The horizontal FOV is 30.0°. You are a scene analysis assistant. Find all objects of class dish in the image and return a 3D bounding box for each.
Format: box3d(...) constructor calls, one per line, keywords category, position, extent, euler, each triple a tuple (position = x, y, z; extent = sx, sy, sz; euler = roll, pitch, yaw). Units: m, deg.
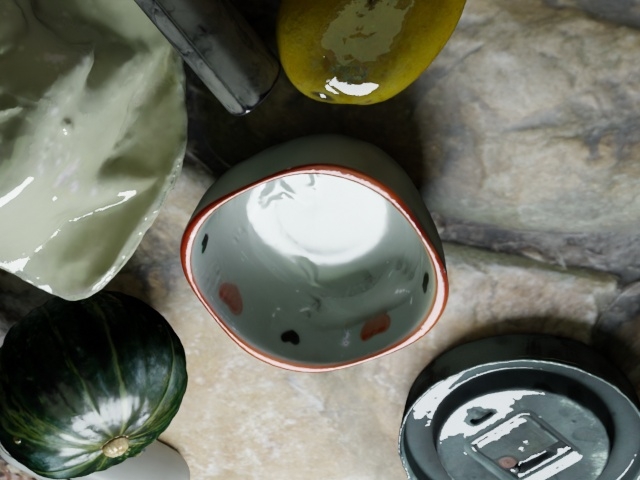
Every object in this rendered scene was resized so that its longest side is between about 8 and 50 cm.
box3d(category="dish", position=(0.000, 0.000, 1.157), extent=(0.256, 0.117, 0.256), euler=(4, 128, 5))

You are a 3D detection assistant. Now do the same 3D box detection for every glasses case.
box3d(category="glasses case", position=(-0.146, -0.239, 0.990), extent=(0.060, 0.114, 0.299), euler=(-35, 114, 13))
box3d(category="glasses case", position=(-0.266, 0.254, 1.404), extent=(0.233, 0.092, 0.059), euler=(23, 129, -8))

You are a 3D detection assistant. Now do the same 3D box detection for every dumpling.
box3d(category="dumpling", position=(-0.285, -0.149, 1.062), extent=(0.395, 0.233, 0.315), euler=(42, 89, -18))

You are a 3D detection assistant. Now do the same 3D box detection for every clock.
box3d(category="clock", position=(0.224, 0.217, 1.333), extent=(0.280, 0.055, 0.281), euler=(4, 128, 5))

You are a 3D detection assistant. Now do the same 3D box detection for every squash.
box3d(category="squash", position=(-0.248, 0.152, 1.262), extent=(0.172, 0.218, 0.218), euler=(50, 126, 17))

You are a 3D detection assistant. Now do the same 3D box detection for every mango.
box3d(category="mango", position=(0.046, -0.198, 1.014), extent=(0.137, 0.098, 0.195), euler=(35, 119, -13))
